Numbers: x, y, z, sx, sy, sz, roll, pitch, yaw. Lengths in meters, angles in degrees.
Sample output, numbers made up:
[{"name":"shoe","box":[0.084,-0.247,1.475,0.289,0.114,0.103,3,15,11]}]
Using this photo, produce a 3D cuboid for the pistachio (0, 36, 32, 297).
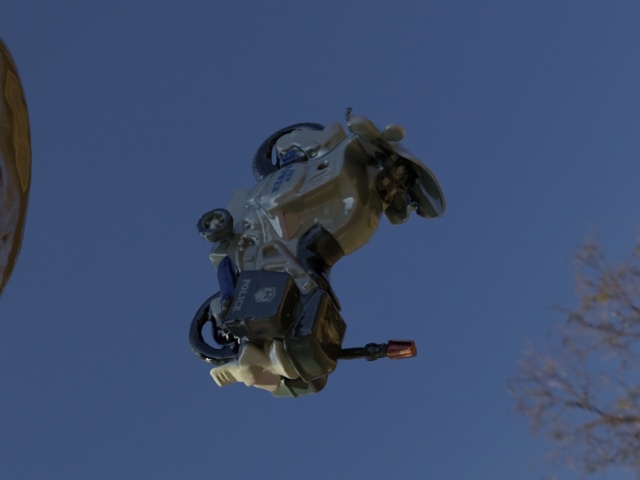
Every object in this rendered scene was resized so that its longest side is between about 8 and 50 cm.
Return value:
[{"name":"pistachio","box":[-0.180,0.021,0.346,0.238,0.138,0.153,-50,-55,-11]}]

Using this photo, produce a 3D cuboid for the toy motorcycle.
[{"name":"toy motorcycle","box":[0.000,0.000,0.820,0.102,0.150,0.221,63,-145,-45]}]
